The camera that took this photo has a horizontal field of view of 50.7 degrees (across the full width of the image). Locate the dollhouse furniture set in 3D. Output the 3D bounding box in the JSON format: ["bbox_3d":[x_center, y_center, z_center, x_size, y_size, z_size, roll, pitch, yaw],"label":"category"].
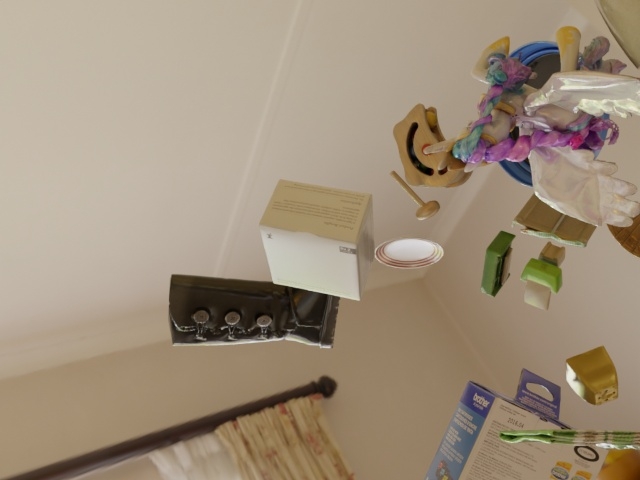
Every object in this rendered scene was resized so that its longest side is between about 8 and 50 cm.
[{"bbox_3d":[0.574,0.025,1.738,0.301,0.197,0.151,-44,-37,-34],"label":"dollhouse furniture set"}]

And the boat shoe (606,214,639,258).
[{"bbox_3d":[0.820,0.011,1.644,0.096,0.277,0.098,-5,-44,-54],"label":"boat shoe"}]

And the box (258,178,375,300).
[{"bbox_3d":[0.000,0.000,1.241,0.180,0.119,0.182,11,-37,14],"label":"box"}]

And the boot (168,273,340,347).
[{"bbox_3d":[-0.173,0.117,1.760,0.445,0.146,0.367,5,-66,-3],"label":"boot"}]

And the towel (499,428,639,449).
[{"bbox_3d":[0.306,0.237,0.800,0.152,0.023,0.113,6,-18,-16],"label":"towel"}]

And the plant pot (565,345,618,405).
[{"bbox_3d":[0.541,0.273,1.323,0.081,0.083,0.081,-21,-51,0],"label":"plant pot"}]

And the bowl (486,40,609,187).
[{"bbox_3d":[0.608,-0.340,1.831,0.077,0.391,0.391,-11,-36,-29],"label":"bowl"}]

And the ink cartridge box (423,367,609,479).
[{"bbox_3d":[0.374,0.459,1.329,0.270,0.151,0.396,27,-92,-11],"label":"ink cartridge box"}]

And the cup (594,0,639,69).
[{"bbox_3d":[0.480,-0.434,0.907,0.331,0.237,0.331,-40,-10,-9],"label":"cup"}]

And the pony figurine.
[{"bbox_3d":[0.388,-0.211,1.136,0.363,0.350,0.303,-58,-28,-36],"label":"pony figurine"}]

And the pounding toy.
[{"bbox_3d":[0.261,-0.197,1.612,0.154,0.270,0.154,-20,-10,34],"label":"pounding toy"}]

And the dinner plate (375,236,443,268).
[{"bbox_3d":[0.181,0.022,1.385,0.141,0.017,0.141,3,-29,2],"label":"dinner plate"}]
